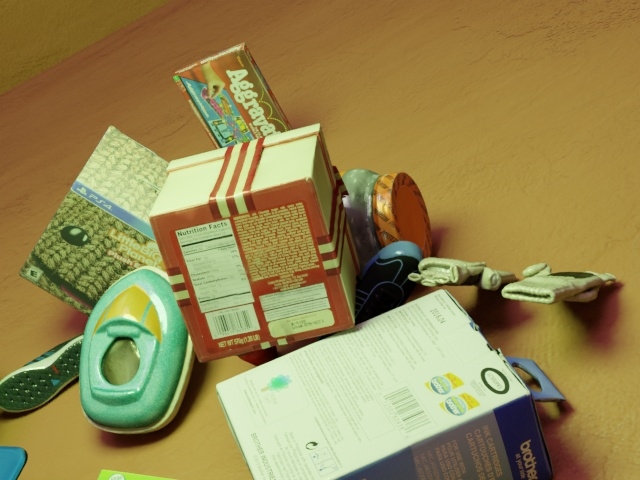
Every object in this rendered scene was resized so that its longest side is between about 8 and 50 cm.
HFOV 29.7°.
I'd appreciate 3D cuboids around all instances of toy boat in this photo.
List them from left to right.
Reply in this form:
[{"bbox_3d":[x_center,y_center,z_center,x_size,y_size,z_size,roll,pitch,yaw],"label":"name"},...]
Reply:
[{"bbox_3d":[-0.228,0.157,1.833,0.318,0.148,0.267,-5,69,17],"label":"toy boat"}]

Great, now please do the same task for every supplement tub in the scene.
[{"bbox_3d":[0.000,0.000,1.876,0.316,0.193,0.193,-12,36,25],"label":"supplement tub"}]

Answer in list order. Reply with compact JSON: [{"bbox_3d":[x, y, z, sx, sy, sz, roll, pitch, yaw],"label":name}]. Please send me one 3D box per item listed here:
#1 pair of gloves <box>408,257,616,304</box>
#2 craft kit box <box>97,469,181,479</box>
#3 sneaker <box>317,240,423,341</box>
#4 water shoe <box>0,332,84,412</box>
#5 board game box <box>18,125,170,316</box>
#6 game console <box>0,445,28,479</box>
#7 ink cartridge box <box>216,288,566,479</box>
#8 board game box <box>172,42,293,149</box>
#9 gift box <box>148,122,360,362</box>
[{"bbox_3d":[0.255,0.049,1.634,0.240,0.042,0.204,7,4,39],"label":"pair of gloves"},{"bbox_3d":[-0.206,0.414,1.523,0.250,0.061,0.246,5,45,16],"label":"craft kit box"},{"bbox_3d":[0.073,0.107,1.713,0.232,0.081,0.090,-54,21,28],"label":"sneaker"},{"bbox_3d":[-0.464,0.228,2.067,0.203,0.073,0.080,-28,10,-5],"label":"water shoe"},{"bbox_3d":[-0.328,-0.004,1.999,0.291,0.232,0.141,-48,15,44],"label":"board game box"},{"bbox_3d":[-0.579,0.456,1.789,0.173,0.250,0.293,22,45,0],"label":"game console"},{"bbox_3d":[0.100,0.222,1.491,0.395,0.151,0.270,-24,31,-6],"label":"ink cartridge box"},{"bbox_3d":[-0.139,-0.217,2.208,0.145,0.281,0.027,-20,34,16],"label":"board game box"},{"bbox_3d":[-0.085,0.014,1.650,0.255,0.276,0.258,-9,22,6],"label":"gift box"}]
